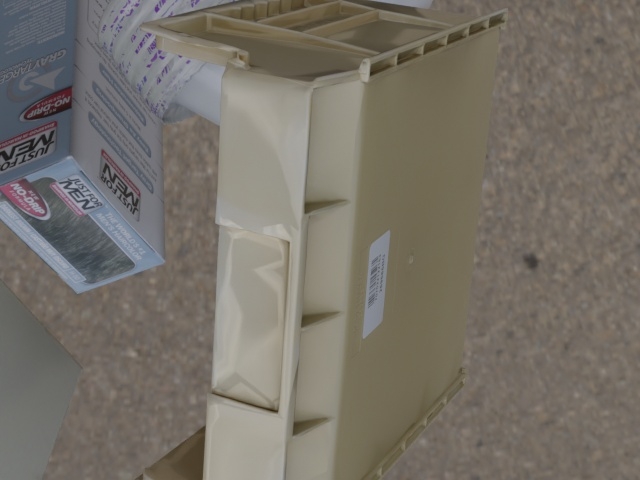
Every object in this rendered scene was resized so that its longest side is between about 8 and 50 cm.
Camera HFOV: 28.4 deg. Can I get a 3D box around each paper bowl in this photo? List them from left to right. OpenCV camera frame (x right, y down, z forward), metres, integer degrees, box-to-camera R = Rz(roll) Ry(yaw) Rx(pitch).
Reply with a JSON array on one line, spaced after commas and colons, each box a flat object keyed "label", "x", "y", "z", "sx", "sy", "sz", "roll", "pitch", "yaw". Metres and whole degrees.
[{"label": "paper bowl", "x": -0.024, "y": -0.190, "z": 1.004, "sx": 0.284, "sy": 0.284, "sz": 0.148, "roll": -37, "pitch": 91, "yaw": 23}]

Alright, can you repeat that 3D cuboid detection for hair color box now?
[{"label": "hair color box", "x": -0.259, "y": -0.153, "z": 1.357, "sx": 0.114, "sy": 0.374, "sz": 0.185, "roll": -20, "pitch": 139, "yaw": 15}]

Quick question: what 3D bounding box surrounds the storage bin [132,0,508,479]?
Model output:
[{"label": "storage bin", "x": 0.000, "y": 0.000, "z": 0.731, "sx": 0.123, "sy": 0.260, "sz": 0.262, "roll": 13, "pitch": 111, "yaw": 23}]

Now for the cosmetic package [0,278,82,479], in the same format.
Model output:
[{"label": "cosmetic package", "x": -0.274, "y": 0.036, "z": 0.671, "sx": 0.160, "sy": 0.113, "sz": 0.309, "roll": 2, "pitch": 146, "yaw": 22}]
